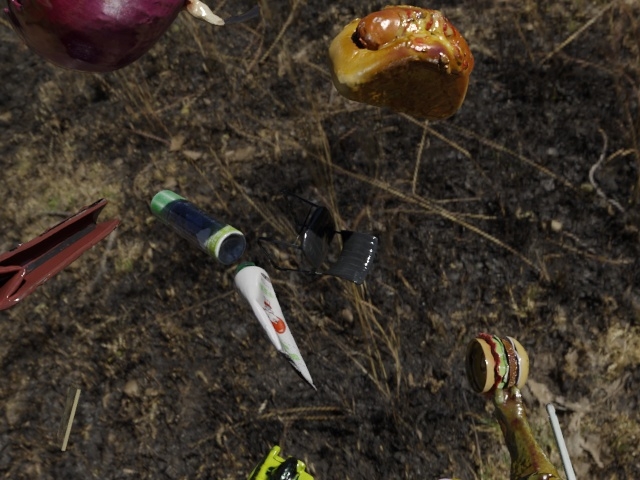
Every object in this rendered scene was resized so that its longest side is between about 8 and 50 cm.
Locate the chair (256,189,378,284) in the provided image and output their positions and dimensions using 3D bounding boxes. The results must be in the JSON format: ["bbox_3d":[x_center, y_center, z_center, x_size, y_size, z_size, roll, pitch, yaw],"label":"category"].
[{"bbox_3d":[0.000,0.000,1.327,0.221,0.145,0.140,14,65,23],"label":"chair"}]

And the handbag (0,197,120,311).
[{"bbox_3d":[-0.498,0.043,1.004,0.260,0.084,0.275,-24,15,32],"label":"handbag"}]

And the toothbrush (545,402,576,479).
[{"bbox_3d":[0.460,0.470,1.030,0.040,0.040,0.386,-15,81,2],"label":"toothbrush"}]

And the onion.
[{"bbox_3d":[-0.317,-0.412,0.934,0.358,0.345,0.358,-29,26,15],"label":"onion"}]

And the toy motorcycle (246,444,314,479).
[{"bbox_3d":[-0.129,0.573,1.137,0.142,0.206,0.342,32,56,5],"label":"toy motorcycle"}]

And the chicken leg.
[{"bbox_3d":[0.474,0.538,1.384,0.140,0.212,0.361,6,39,-9],"label":"chicken leg"}]

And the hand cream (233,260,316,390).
[{"bbox_3d":[-0.100,0.152,1.187,0.076,0.121,0.336,-38,40,1],"label":"hand cream"}]

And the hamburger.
[{"bbox_3d":[0.465,0.325,1.562,0.136,0.175,0.175,1,45,-6],"label":"hamburger"}]

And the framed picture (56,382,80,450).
[{"bbox_3d":[-0.608,0.419,1.449,0.201,0.010,0.136,-16,62,62],"label":"framed picture"}]

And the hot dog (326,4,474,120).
[{"bbox_3d":[0.146,-0.295,0.977,0.256,0.153,0.150,5,52,-34],"label":"hot dog"}]

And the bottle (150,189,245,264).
[{"bbox_3d":[-0.328,-0.041,1.578,0.093,0.093,0.330,-41,46,-22],"label":"bottle"}]

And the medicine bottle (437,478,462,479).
[{"bbox_3d":[0.248,0.505,1.116,0.121,0.212,0.122,-11,52,14],"label":"medicine bottle"}]
